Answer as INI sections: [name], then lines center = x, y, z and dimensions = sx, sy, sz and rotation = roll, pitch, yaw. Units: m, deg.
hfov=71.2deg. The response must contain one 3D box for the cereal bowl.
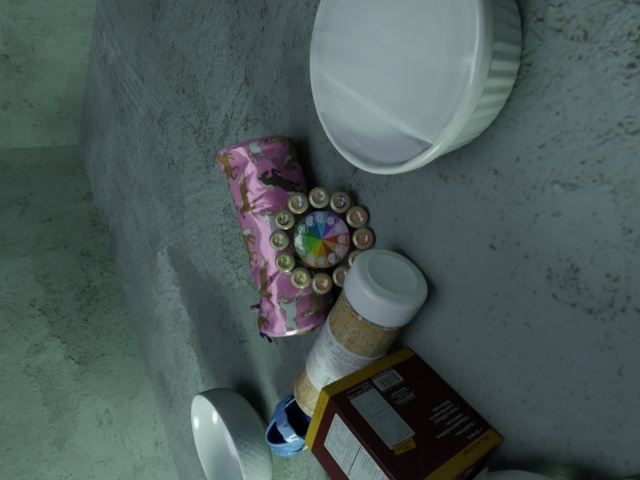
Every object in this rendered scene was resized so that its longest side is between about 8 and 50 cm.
[cereal bowl]
center = -0.235, 0.573, 1.266
dimensions = 0.338, 0.141, 0.340
rotation = 22, 119, 48

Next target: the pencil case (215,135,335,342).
[pencil case]
center = -0.086, -0.009, 0.869
dimensions = 0.160, 0.167, 0.387
rotation = -171, 69, -86

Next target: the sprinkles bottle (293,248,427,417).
[sprinkles bottle]
center = 0.053, 0.176, 0.769
dimensions = 0.121, 0.121, 0.356
rotation = 51, 137, 30

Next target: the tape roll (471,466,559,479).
[tape roll]
center = 0.312, 0.466, 0.520
dimensions = 0.392, 0.071, 0.393
rotation = 33, 135, 41

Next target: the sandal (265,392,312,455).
[sandal]
center = -0.069, 0.410, 0.998
dimensions = 0.126, 0.138, 0.317
rotation = 54, 140, 24

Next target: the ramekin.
[ramekin]
center = 0.114, -0.223, 0.554
dimensions = 0.272, 0.127, 0.273
rotation = 20, 117, 48

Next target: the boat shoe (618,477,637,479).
[boat shoe]
center = 0.331, 0.318, 0.514
dimensions = 0.040, 0.049, 0.142
rotation = 43, 139, 26

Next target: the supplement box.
[supplement box]
center = 0.117, 0.296, 0.664
dimensions = 0.194, 0.191, 0.129
rotation = 42, 130, 38

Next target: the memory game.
[memory game]
center = 0.000, 0.000, 0.771
dimensions = 0.186, 0.012, 0.187
rotation = 0, 92, 8
